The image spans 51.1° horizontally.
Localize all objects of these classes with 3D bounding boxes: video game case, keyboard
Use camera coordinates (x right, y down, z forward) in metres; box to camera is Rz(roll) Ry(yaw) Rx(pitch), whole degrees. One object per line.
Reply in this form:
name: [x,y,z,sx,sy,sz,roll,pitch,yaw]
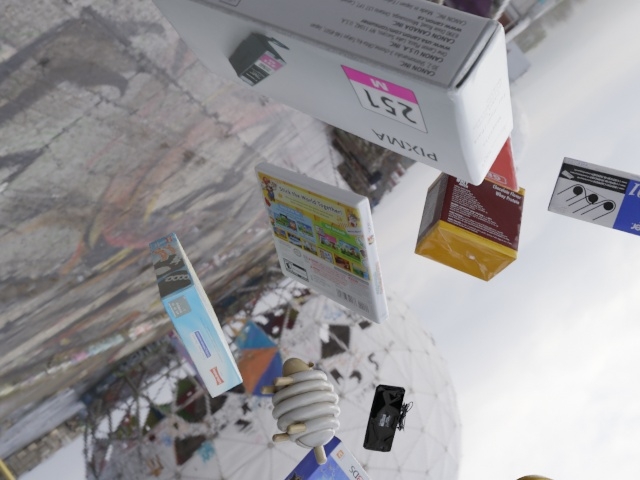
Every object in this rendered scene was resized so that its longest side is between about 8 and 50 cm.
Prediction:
video game case: [0.000,0.000,0.992,0.026,0.206,0.227,-33,-142,-29]
keyboard: [0.171,0.447,1.692,0.038,0.100,0.192,-80,-179,-71]
video game case: [0.000,0.589,1.420,0.269,0.244,0.061,-44,-153,-21]

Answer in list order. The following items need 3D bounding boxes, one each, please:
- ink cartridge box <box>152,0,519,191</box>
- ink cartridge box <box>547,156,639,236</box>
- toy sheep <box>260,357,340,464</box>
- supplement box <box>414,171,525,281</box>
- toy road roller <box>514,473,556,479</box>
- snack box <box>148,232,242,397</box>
ink cartridge box: [0.018,-0.118,0.539,0.060,0.275,0.239,-58,153,-9]
ink cartridge box: [0.520,-0.073,1.185,0.046,0.207,0.097,-44,148,-59]
toy sheep: [-0.019,0.204,0.807,0.091,0.132,0.091,-12,157,-5]
supplement box: [0.339,-0.044,1.516,0.129,0.191,0.194,122,-13,-58]
toy road roller: [0.452,0.656,1.387,0.203,0.329,0.240,0,176,-21]
snack box: [-0.225,0.115,1.167,0.060,0.187,0.322,-26,-159,-9]
